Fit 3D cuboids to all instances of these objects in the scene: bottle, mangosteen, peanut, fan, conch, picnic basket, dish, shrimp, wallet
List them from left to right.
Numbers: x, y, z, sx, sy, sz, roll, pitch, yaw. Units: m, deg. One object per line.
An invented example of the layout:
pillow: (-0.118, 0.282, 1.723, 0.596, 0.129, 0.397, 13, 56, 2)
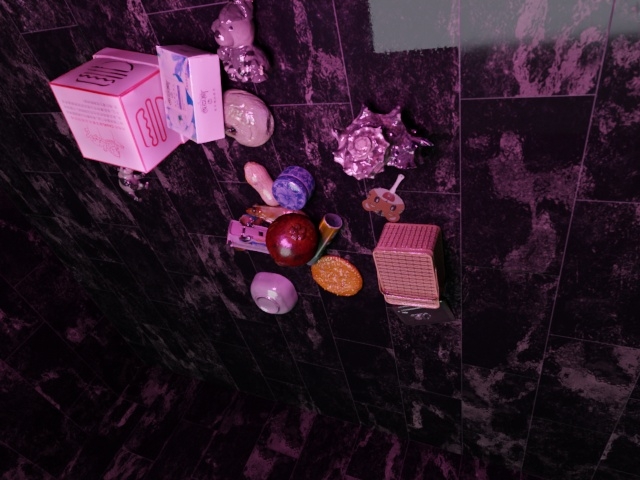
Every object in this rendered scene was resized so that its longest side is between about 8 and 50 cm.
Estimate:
peanut: (-0.222, -0.221, 1.721, 0.087, 0.087, 0.206, -16, 123, 39)
dish: (-0.247, 0.283, 2.220, 0.257, 0.117, 0.256, 15, 137, 15)
shrimp: (-0.178, -0.095, 1.845, 0.295, 0.062, 0.154, 15, 143, 13)
mangosteen: (-0.121, 0.009, 1.741, 0.215, 0.215, 0.257, 34, 151, -6)
bottle: (0.000, 0.000, 1.821, 0.082, 0.082, 0.286, 30, 139, -1)
conch: (0.178, -0.283, 1.325, 0.313, 0.240, 0.186, 8, 150, 4)
fan: (0.246, -0.160, 1.577, 0.153, 0.008, 0.226, 28, 140, 3)
picnic basket: (0.346, 0.108, 1.665, 0.228, 0.175, 0.312, 4, 134, 25)
wallet: (0.449, 0.314, 1.915, 0.245, 0.052, 0.168, -10, 129, 33)

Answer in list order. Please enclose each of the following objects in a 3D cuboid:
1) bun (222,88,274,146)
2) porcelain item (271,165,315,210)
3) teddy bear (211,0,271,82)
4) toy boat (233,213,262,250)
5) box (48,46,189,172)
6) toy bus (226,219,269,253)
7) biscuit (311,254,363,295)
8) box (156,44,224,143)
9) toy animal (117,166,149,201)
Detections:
bun: (-0.270, -0.419, 1.530, 0.222, 0.108, 0.221, 16, 137, 15)
porcelain item: (-0.103, -0.195, 1.659, 0.147, 0.114, 0.147, 15, 136, 15)
teddy bear: (-0.262, -0.600, 1.324, 0.171, 0.144, 0.250, 9, 134, 42)
toy boat: (-0.348, -0.016, 1.995, 0.109, 0.099, 0.293, 13, 143, -22)
box: (-0.691, -0.468, 1.572, 0.315, 0.300, 0.312, 15, 136, 16)
toy bus: (-0.266, -0.006, 1.882, 0.274, 0.090, 0.112, 13, 145, -20)
biscuit: (0.072, 0.164, 1.981, 0.254, 0.035, 0.253, 15, 137, 15)
box: (-0.429, -0.489, 1.459, 0.203, 0.116, 0.274, 32, 133, 35)
toy animal: (-0.866, -0.274, 2.009, 0.121, 0.093, 0.225, 31, 157, -1)
